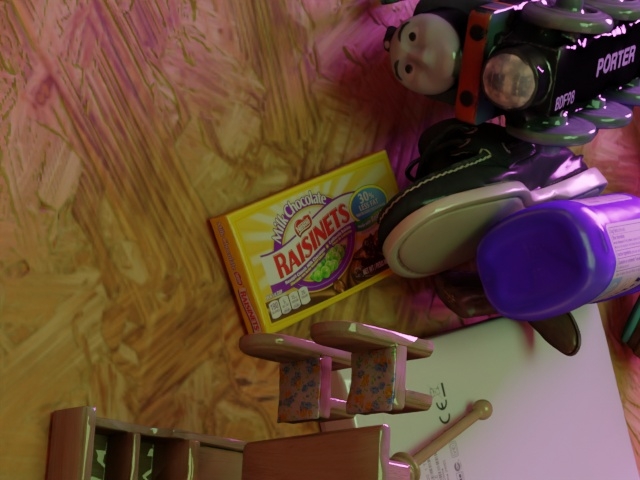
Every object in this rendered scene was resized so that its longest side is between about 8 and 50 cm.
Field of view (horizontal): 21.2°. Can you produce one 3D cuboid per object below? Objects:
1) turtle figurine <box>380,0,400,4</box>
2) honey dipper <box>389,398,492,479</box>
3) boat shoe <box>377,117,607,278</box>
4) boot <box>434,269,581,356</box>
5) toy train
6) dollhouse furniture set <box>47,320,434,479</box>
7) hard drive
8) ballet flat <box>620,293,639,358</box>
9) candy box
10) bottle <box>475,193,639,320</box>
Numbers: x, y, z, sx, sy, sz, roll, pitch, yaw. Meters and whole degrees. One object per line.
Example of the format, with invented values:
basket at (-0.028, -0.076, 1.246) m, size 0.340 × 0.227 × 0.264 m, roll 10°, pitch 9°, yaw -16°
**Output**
turtle figurine at (0.065, -0.334, 1.519) m, size 0.175 × 0.118 × 0.234 m, roll -25°, pitch 104°, yaw -44°
honey dipper at (0.096, 0.169, 1.424) m, size 0.161 × 0.030 × 0.030 m, roll -31°, pitch 102°, yaw -45°
boat shoe at (0.134, -0.055, 1.502) m, size 0.340 × 0.127 × 0.113 m, roll -16°, pitch 67°, yaw -51°
boot at (0.164, 0.064, 1.514) m, size 0.114 × 0.037 × 0.106 m, roll 2°, pitch 37°, yaw -41°
toy train at (0.193, -0.174, 1.515) m, size 0.334 × 0.190 × 0.142 m, roll -26°, pitch 127°, yaw -55°
dollhouse furniture set at (-0.057, 0.172, 1.190) m, size 0.161 × 0.242 × 0.212 m, roll 16°, pitch 69°, yaw -40°
hard drive at (0.151, 0.191, 1.524) m, size 0.353 × 0.047 × 0.233 m, roll -13°, pitch 89°, yaw -44°
ballet flat at (0.414, -0.025, 1.718) m, size 0.124 × 0.116 × 0.342 m, roll 21°, pitch 78°, yaw 5°
candy box at (0.000, 0.000, 1.435) m, size 0.206 × 0.027 × 0.105 m, roll -25°, pitch 97°, yaw -45°
bottle at (0.240, 0.009, 1.507) m, size 0.283 × 0.118 × 0.092 m, roll -8°, pitch 78°, yaw -61°
